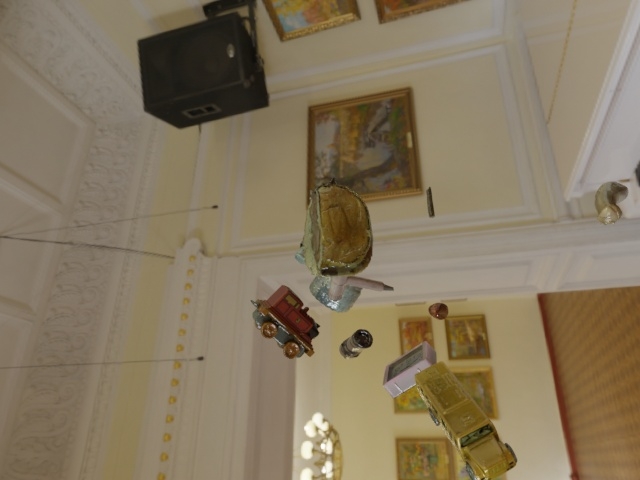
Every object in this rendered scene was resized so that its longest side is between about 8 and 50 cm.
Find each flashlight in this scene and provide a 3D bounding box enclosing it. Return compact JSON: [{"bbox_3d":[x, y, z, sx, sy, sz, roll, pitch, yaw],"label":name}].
[{"bbox_3d":[0.156,0.458,2.060,0.424,0.103,0.103,105,164,-71],"label":"flashlight"}]

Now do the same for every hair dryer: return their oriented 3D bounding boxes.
[{"bbox_3d":[0.147,0.129,1.549,0.053,0.220,0.195,-90,8,-45],"label":"hair dryer"}]

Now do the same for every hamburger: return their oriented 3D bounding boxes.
[{"bbox_3d":[0.066,-0.027,1.394,0.132,0.211,0.309,131,141,-55],"label":"hamburger"}]

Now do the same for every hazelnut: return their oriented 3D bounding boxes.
[{"bbox_3d":[0.504,0.301,2.012,0.086,0.086,0.086,-6,-90,-75],"label":"hazelnut"}]

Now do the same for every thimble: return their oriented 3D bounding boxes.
[{"bbox_3d":[0.081,0.233,2.278,0.250,0.172,0.205,33,-170,-25],"label":"thimble"}]

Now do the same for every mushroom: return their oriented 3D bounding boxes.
[{"bbox_3d":[0.973,-0.130,1.587,0.223,0.092,0.081,-41,-18,-44],"label":"mushroom"}]

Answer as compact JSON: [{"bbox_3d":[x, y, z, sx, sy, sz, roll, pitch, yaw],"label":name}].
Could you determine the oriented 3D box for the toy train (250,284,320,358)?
[{"bbox_3d":[-0.153,0.356,2.089,0.369,0.231,0.163,46,173,-19],"label":"toy train"}]

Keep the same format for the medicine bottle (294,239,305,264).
[{"bbox_3d":[0.000,0.000,1.917,0.258,0.079,0.124,-49,-52,-28],"label":"medicine bottle"}]

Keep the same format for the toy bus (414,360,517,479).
[{"bbox_3d":[0.373,0.470,1.253,0.335,0.121,0.123,-124,10,-65],"label":"toy bus"}]

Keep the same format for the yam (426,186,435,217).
[{"bbox_3d":[0.460,-0.159,1.972,0.033,0.027,0.129,21,-117,-64],"label":"yam"}]

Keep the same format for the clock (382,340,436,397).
[{"bbox_3d":[0.322,0.464,1.698,0.063,0.197,0.150,50,-161,-3],"label":"clock"}]
